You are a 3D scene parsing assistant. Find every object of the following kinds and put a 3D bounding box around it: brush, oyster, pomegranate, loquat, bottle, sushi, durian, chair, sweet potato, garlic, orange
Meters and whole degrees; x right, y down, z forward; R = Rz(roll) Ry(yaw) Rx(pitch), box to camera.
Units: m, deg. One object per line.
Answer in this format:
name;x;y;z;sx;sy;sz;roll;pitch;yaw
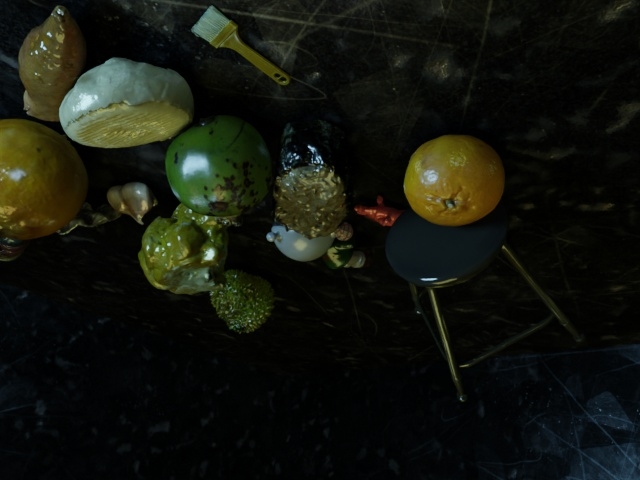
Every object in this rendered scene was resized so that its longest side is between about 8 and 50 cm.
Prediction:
brush;-0.144;-0.373;1.042;0.218;0.010;0.083;27;149;-33
oyster;-0.823;-0.090;1.723;0.351;0.114;0.238;15;-163;25
pomegranate;-0.229;-0.154;1.227;0.254;0.254;0.270;-2;107;25
loquat;-0.787;-0.154;1.384;0.329;0.328;0.328;8;154;4
bottle;-1.195;-0.006;2.017;0.143;0.156;0.271;43;147;-21
sushi;-0.019;-0.136;1.293;0.211;0.170;0.350;8;155;1
durian;-0.304;0.240;2.130;0.291;0.225;0.291;24;134;28
chair;0.385;0.106;1.378;0.362;0.364;0.410;-30;127;9
sweet potato;-0.545;-0.369;1.073;0.131;0.131;0.337;19;153;-18
garlic;-0.579;-0.124;1.620;0.175;0.099;0.124;-1;137;23
orange;0.296;-0.130;1.179;0.219;0.193;0.219;23;152;13

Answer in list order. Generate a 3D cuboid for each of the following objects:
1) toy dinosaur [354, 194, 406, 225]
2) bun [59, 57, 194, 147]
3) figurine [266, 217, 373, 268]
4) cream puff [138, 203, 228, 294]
toy dinosaur;0.219;-0.053;1.513;0.286;0.070;0.139;16;164;-18
bun;-0.413;-0.296;1.127;0.287;0.146;0.287;-14;174;-2
figurine;0.000;0.000;1.578;0.370;0.167;0.281;25;165;-39
cream puff;-0.412;0.007;1.612;0.275;0.269;0.323;-3;149;-14
